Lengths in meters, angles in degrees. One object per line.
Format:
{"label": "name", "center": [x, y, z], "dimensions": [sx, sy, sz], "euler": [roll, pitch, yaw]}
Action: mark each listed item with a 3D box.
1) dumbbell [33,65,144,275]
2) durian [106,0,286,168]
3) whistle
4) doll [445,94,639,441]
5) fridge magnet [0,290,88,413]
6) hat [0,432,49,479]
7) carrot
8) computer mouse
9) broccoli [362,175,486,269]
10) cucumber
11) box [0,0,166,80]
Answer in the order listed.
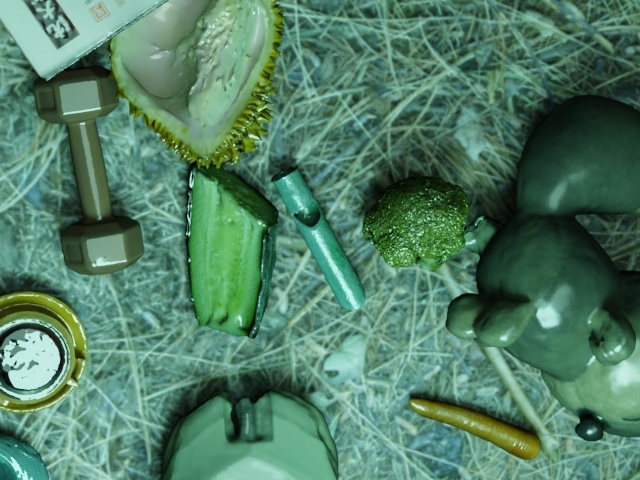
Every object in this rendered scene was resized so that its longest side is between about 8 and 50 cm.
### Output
{"label": "dumbbell", "center": [-0.257, -0.077, 1.596], "dimensions": [0.082, 0.092, 0.231], "euler": [-17, 103, -40]}
{"label": "durian", "center": [-0.131, -0.200, 1.588], "dimensions": [0.183, 0.138, 0.250], "euler": [4, 83, 20]}
{"label": "whistle", "center": [0.000, 0.000, 1.700], "dimensions": [0.039, 0.039, 0.186], "euler": [-31, 105, -9]}
{"label": "doll", "center": [0.373, 0.053, 1.707], "dimensions": [0.382, 0.252, 0.379], "euler": [29, 90, -24]}
{"label": "fridge magnet", "center": [-0.333, 0.127, 1.616], "dimensions": [0.143, 0.063, 0.143], "euler": [-4, 102, -16]}
{"label": "hat", "center": [-0.404, 0.277, 1.616], "dimensions": [0.190, 0.078, 0.138], "euler": [16, 94, -35]}
{"label": "carrot", "center": [0.192, 0.229, 1.792], "dimensions": [0.190, 0.037, 0.037], "euler": [24, 92, -13]}
{"label": "computer mouse", "center": [-0.082, 0.389, 1.687], "dimensions": [0.228, 0.145, 0.429], "euler": [-1, 87, -8]}
{"label": "broccoli", "center": [0.117, -0.018, 1.689], "dimensions": [0.131, 0.130, 0.120], "euler": [-35, 133, -16]}
{"label": "cucumber", "center": [-0.094, 0.011, 1.656], "dimensions": [0.115, 0.085, 0.193], "euler": [10, 100, 28]}
{"label": "box", "center": [-0.244, -0.418, 1.447], "dimensions": [0.344, 0.122, 0.385], "euler": [-33, 103, 0]}
